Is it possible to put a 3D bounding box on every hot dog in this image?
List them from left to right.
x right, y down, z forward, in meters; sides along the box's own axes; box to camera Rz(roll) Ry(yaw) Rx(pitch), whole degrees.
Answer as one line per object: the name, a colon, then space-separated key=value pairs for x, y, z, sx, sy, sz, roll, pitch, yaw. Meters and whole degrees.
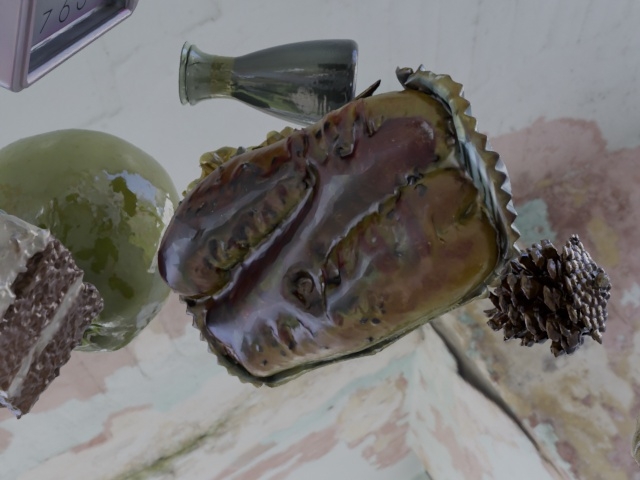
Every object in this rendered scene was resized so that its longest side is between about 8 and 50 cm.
hot dog: x=0.000 y=0.000 z=0.477 sx=0.271 sy=0.162 sz=0.082 roll=-28 pitch=-12 yaw=32

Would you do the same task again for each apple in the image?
apple: x=-0.502 y=0.001 z=1.529 sx=0.474 sy=0.473 sz=0.473 roll=-24 pitch=-34 yaw=-17

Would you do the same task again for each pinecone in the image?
pinecone: x=0.296 y=0.078 z=0.960 sx=0.174 sy=0.173 sz=0.173 roll=-24 pitch=-34 yaw=-17

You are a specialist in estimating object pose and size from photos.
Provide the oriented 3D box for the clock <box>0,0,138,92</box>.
clock: x=-0.193 y=-0.215 z=0.545 sx=0.150 sy=0.063 sz=0.197 roll=-63 pitch=1 yaw=38

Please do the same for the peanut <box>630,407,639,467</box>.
peanut: x=0.327 y=0.101 z=0.527 sx=0.228 sy=0.085 sz=0.104 roll=-27 pitch=-54 yaw=3

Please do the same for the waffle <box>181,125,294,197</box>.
waffle: x=-0.063 y=-0.007 z=0.967 sx=0.262 sy=0.060 sz=0.280 roll=-10 pitch=-80 yaw=-25

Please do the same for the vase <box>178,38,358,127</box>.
vase: x=-0.094 y=-0.295 z=1.357 sx=0.321 sy=0.173 sz=0.173 roll=4 pitch=-38 yaw=2

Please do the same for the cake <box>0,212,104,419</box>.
cake: x=-0.287 y=0.054 z=0.620 sx=0.147 sy=0.135 sz=0.135 roll=69 pitch=-141 yaw=-52

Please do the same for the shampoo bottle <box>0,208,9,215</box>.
shampoo bottle: x=-0.458 y=0.039 z=1.016 sx=0.085 sy=0.262 sz=0.085 roll=-20 pitch=-27 yaw=-10
